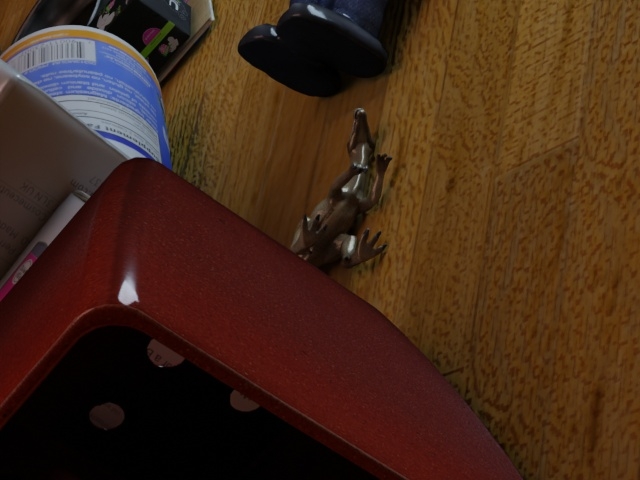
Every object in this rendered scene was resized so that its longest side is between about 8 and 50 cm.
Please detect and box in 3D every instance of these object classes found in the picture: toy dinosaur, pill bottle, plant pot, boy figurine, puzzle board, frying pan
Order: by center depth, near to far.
[{"bbox_3d":[-0.074,0.117,0.757,0.267,0.267,0.236,-47,26,20],"label":"plant pot"},{"bbox_3d":[0.000,0.000,0.982,0.183,0.053,0.092,-56,12,-12],"label":"toy dinosaur"},{"bbox_3d":[0.037,-0.246,1.107,0.177,0.092,0.285,-15,53,56],"label":"boy figurine"},{"bbox_3d":[-0.186,-0.037,1.189,0.152,0.152,0.272,-46,31,22],"label":"pill bottle"},{"bbox_3d":[-0.138,-0.174,1.396,0.128,0.011,0.096,-45,30,22],"label":"puzzle board"},{"bbox_3d":[-0.272,-0.148,1.541,0.197,0.053,0.326,-32,40,40],"label":"frying pan"}]

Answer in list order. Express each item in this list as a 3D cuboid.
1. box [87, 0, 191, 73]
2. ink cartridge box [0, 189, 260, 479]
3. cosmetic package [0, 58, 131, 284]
[{"bbox_3d":[-0.160,-0.179,1.356,0.083,0.062,0.052,-43,29,27],"label":"box"},{"bbox_3d":[-0.184,0.168,0.912,0.371,0.176,0.069,-53,25,-6],"label":"ink cartridge box"},{"bbox_3d":[-0.324,0.077,0.989,0.453,0.161,0.230,-53,45,-2],"label":"cosmetic package"}]
